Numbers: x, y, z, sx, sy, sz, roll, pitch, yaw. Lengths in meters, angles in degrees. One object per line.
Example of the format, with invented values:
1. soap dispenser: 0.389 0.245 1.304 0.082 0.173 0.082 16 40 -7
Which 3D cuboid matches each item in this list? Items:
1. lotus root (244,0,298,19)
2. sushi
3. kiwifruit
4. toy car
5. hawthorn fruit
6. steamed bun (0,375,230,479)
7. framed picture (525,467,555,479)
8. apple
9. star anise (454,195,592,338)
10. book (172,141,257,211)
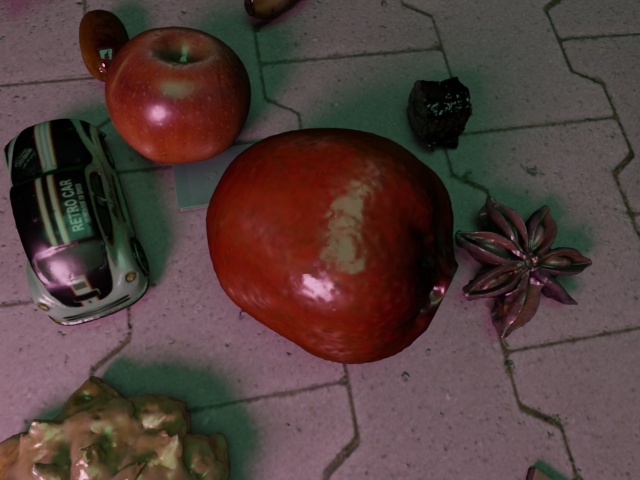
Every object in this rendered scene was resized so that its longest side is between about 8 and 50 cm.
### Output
1. lotus root: -0.071 -0.459 0.785 0.179 0.089 0.080 -45 44 -15
2. sushi: 0.191 -0.210 0.730 0.084 0.098 0.094 -9 54 -12
3. kiwifruit: -0.344 -0.311 0.715 0.075 0.075 0.124 -16 78 -10
4. toy car: -0.339 -0.044 0.599 0.136 0.125 0.305 -20 76 -11
5. hawthorn fruit: 0.012 -0.004 0.535 0.311 0.295 0.295 31 71 2
6. steamed bun: -0.248 0.298 0.487 0.292 0.137 0.295 -11 75 -6
7. framed picture: 0.297 0.448 0.509 0.209 0.019 0.281 32 55 6
8. apple: -0.202 -0.202 0.646 0.201 0.162 0.201 7 50 -9
9. star anise: 0.287 0.024 0.661 0.212 0.073 0.196 -19 78 -14
10. book: -0.155 -0.097 0.689 0.135 0.017 0.103 -10 71 -9
